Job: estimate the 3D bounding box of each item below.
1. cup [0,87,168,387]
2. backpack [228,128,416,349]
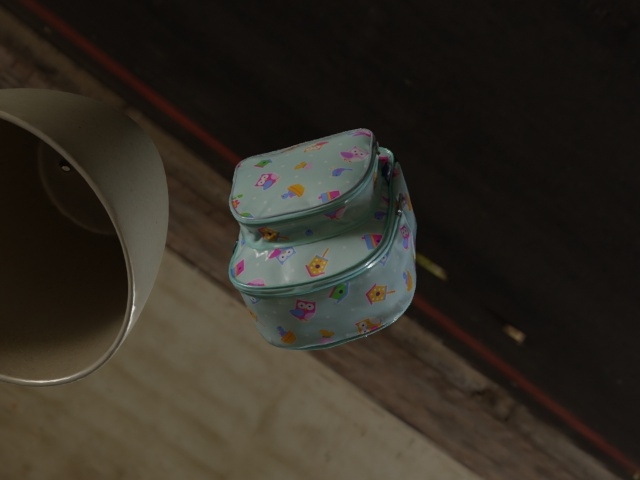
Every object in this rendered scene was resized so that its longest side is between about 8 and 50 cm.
[{"bbox_3d":[-0.302,-0.036,1.358,0.331,0.237,0.331,9,118,18],"label":"cup"},{"bbox_3d":[0.000,0.000,1.058,0.166,0.188,0.144,-12,131,11],"label":"backpack"}]
